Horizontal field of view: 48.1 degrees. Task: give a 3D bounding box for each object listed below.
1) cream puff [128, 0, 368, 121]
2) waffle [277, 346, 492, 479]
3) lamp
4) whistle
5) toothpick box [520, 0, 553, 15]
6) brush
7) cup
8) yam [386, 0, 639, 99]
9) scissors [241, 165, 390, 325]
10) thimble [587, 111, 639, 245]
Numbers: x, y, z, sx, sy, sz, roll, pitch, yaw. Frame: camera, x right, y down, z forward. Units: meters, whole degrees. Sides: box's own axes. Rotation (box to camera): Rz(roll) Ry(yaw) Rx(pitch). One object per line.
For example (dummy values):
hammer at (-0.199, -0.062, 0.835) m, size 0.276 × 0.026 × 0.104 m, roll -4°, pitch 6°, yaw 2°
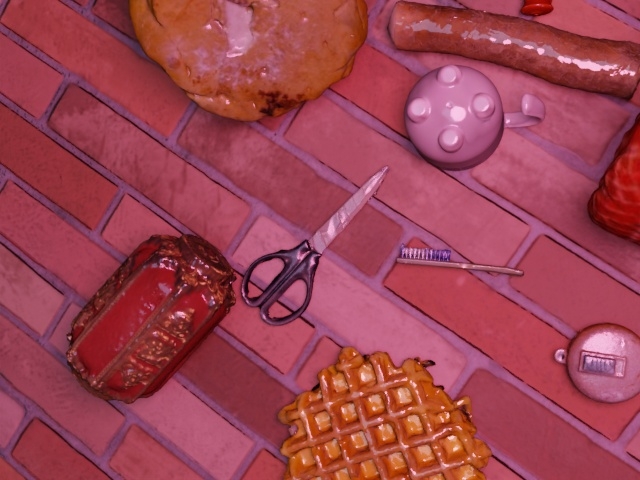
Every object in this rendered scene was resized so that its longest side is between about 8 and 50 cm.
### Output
cream puff at (-0.097, -0.350, 1.004) m, size 0.324 × 0.257 × 0.291 m, roll 14°, pitch 133°, yaw -20°
waffle at (0.092, 0.311, 1.026) m, size 0.329 × 0.062 × 0.330 m, roll 0°, pitch 88°, yaw 15°
lamp at (-0.251, 0.114, 1.062) m, size 0.274 × 0.177 × 0.177 m, roll -45°, pitch 79°, yaw 10°
whistle at (0.422, 0.169, 0.945) m, size 0.219 × 0.057 × 0.107 m, roll 8°, pitch 91°, yaw 12°
toothpick box at (0.299, -0.354, 0.989) m, size 0.047 × 0.047 × 0.083 m, roll 1°, pitch 90°, yaw 14°
brush at (0.198, 0.029, 1.017) m, size 0.178 × 0.033 × 0.030 m, roll 6°, pitch 76°, yaw 14°
cup at (0.197, -0.159, 0.963) m, size 0.173 × 0.142 × 0.134 m, roll 29°, pitch 96°, yaw 12°
yam at (0.261, -0.265, 0.984) m, size 0.356 × 0.081 × 0.081 m, roll 15°, pitch 93°, yaw 15°
scissors at (0.000, 0.000, 1.074) m, size 0.109 × 0.022 × 0.300 m, roll 43°, pitch 98°, yaw 7°
thimble at (0.480, -0.125, 0.795) m, size 0.230 × 0.350 × 0.350 m, roll 30°, pitch 97°, yaw 13°
